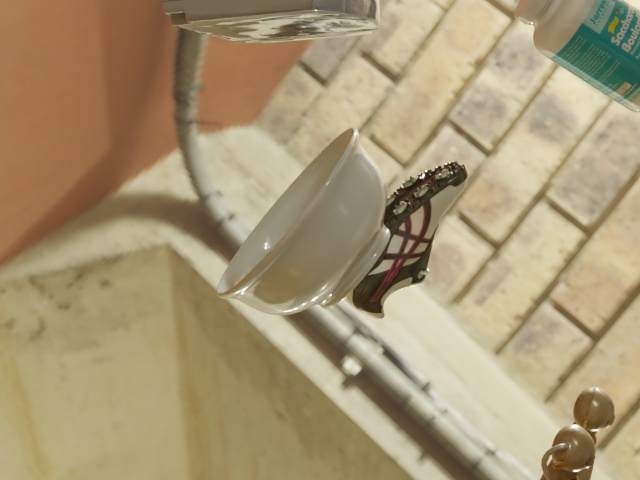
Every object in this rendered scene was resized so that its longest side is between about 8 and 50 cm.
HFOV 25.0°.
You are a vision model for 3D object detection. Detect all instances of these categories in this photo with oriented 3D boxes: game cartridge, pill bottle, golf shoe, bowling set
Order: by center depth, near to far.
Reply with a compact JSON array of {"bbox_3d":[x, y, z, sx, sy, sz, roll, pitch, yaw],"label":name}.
[{"bbox_3d":[0.275,0.256,1.294,0.287,0.200,0.154,-49,-26,-53],"label":"bowling set"},{"bbox_3d":[-0.037,-0.262,1.620,0.294,0.196,0.060,-13,-76,-76],"label":"game cartridge"},{"bbox_3d":[0.131,-0.005,2.176,0.273,0.120,0.105,-43,17,3],"label":"golf shoe"},{"bbox_3d":[0.448,-0.331,2.334,0.146,0.264,0.146,-57,10,16],"label":"pill bottle"}]

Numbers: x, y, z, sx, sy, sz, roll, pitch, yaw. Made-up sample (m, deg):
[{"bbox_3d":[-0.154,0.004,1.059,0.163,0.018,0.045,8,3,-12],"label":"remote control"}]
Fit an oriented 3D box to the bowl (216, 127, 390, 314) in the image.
[{"bbox_3d":[0.000,0.000,1.966,0.298,0.134,0.298,-48,10,11],"label":"bowl"}]
